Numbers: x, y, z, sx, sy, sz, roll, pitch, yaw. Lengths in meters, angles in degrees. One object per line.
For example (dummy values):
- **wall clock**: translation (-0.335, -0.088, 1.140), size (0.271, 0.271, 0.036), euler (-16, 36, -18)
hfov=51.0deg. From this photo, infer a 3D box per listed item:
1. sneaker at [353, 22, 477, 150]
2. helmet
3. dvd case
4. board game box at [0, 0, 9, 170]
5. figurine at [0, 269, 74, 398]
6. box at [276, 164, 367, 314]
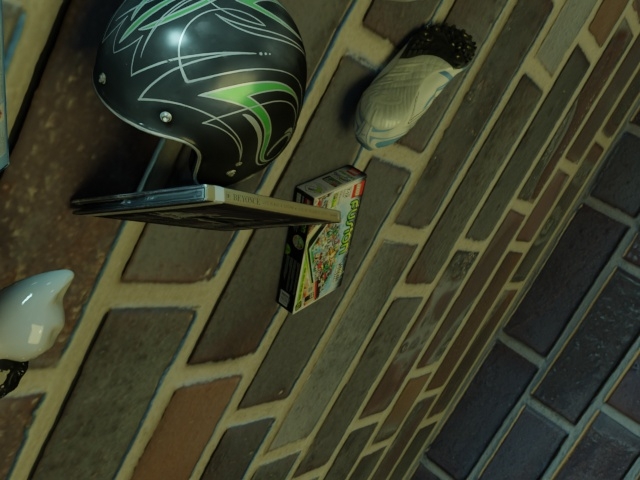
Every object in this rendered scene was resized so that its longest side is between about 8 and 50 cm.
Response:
- **sneaker**: translation (0.124, -0.212, 0.907), size (0.237, 0.085, 0.086), euler (-45, 176, -24)
- **helmet**: translation (-0.095, -0.141, 0.558), size (0.169, 0.169, 0.161), euler (-47, 155, -14)
- **dvd case**: translation (-0.104, -0.029, 0.672), size (0.221, 0.164, 0.018), euler (6, 83, -58)
- **board game box**: translation (-0.240, -0.068, 0.365), size (0.211, 0.039, 0.160), euler (-80, -176, -57)
- **figurine**: translation (-0.297, 0.107, 0.520), size (0.209, 0.092, 0.215), euler (-36, 180, -44)
- **box**: translation (0.000, 0.000, 0.970), size (0.114, 0.036, 0.207), euler (-27, 141, -41)
